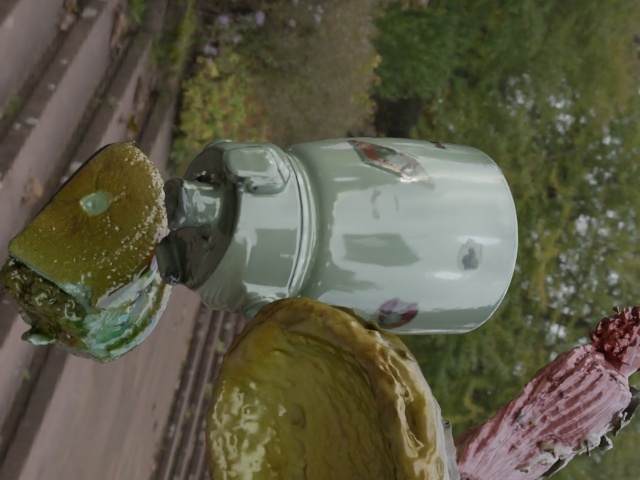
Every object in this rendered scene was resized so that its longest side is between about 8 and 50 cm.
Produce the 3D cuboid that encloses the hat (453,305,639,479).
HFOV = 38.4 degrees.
[{"bbox_3d":[0.277,0.192,1.029,0.286,0.107,0.236,-46,146,6],"label":"hat"}]

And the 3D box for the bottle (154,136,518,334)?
[{"bbox_3d":[0.000,0.000,0.929,0.229,0.351,0.229,-3,-94,61],"label":"bottle"}]

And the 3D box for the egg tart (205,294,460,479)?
[{"bbox_3d":[0.020,0.190,0.770,0.294,0.123,0.294,3,-85,46],"label":"egg tart"}]

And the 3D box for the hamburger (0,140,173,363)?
[{"bbox_3d":[-0.278,0.030,1.204,0.288,0.192,0.168,-51,171,-19],"label":"hamburger"}]
